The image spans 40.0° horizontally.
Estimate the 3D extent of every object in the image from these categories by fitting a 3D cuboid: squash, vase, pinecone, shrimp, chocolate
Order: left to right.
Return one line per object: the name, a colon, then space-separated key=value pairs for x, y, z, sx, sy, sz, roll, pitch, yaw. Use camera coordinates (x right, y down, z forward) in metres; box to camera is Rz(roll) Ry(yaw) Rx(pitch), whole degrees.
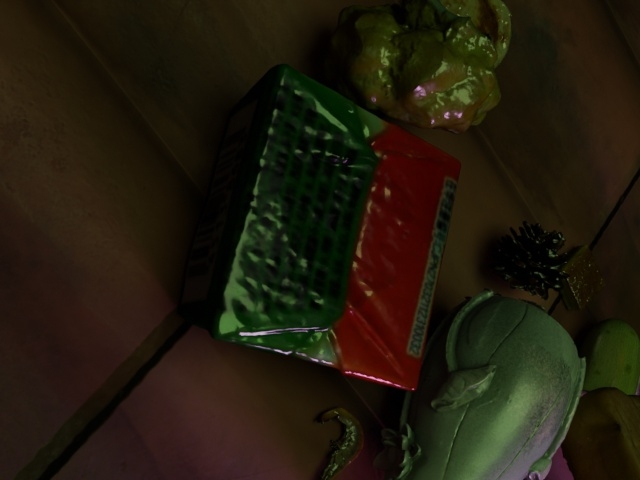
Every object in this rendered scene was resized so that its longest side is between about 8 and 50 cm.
chocolate: x=0.000 y=0.000 z=1.201 sx=0.341 sy=0.161 sz=0.360 roll=23 pitch=73 yaw=-33
shrimp: x=0.015 y=0.301 z=1.264 sx=0.091 sy=0.025 sz=0.127 roll=50 pitch=55 yaw=-22
vase: x=0.207 y=0.302 z=1.280 sx=0.250 sy=0.250 sz=0.445 roll=48 pitch=60 yaw=-23
pinecone: x=0.356 y=0.031 z=1.472 sx=0.140 sy=0.140 sz=0.121 roll=14 pitch=102 yaw=-35
squash: x=0.525 y=0.224 z=1.596 sx=0.123 sy=0.123 sz=0.187 roll=42 pitch=60 yaw=-26

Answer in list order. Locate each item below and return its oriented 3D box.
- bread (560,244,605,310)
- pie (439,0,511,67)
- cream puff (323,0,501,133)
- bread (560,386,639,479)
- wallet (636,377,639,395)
bread: x=0.478 y=0.069 z=1.627 sx=0.094 sy=0.035 sz=0.090 roll=-37 pitch=107 yaw=-33
pie: x=0.232 y=-0.362 z=1.459 sx=0.205 sy=0.084 sz=0.179 roll=22 pitch=73 yaw=-30
cream puff: x=0.143 y=-0.272 z=1.266 sx=0.281 sy=0.282 sz=0.185 roll=-4 pitch=116 yaw=-37
bread: x=0.501 y=0.403 z=1.370 sx=0.328 sy=0.148 sz=0.337 roll=21 pitch=39 yaw=-43
wallet: x=0.618 y=0.297 z=1.658 sx=0.032 sy=0.124 sz=0.183 roll=11 pitch=78 yaw=-63
